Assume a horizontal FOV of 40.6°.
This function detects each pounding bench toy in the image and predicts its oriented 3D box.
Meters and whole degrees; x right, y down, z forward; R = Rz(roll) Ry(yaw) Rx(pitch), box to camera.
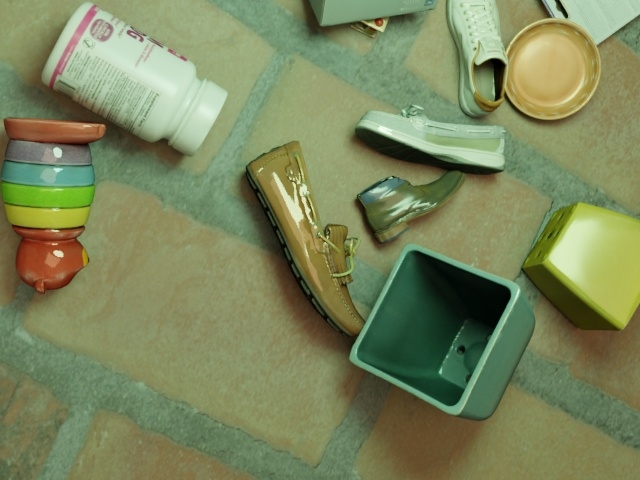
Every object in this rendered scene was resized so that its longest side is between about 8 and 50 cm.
[{"bbox_3d":[0.084,-0.431,1.643,0.083,0.065,0.052,23,86,-14],"label":"pounding bench toy"}]

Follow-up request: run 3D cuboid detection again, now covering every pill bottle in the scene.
[{"bbox_3d":[-0.314,-0.270,1.490,0.283,0.160,0.160,29,84,-15],"label":"pill bottle"}]

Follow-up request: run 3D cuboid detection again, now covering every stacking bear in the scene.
[{"bbox_3d":[-0.455,-0.058,1.466,0.164,0.175,0.289,1,99,-17],"label":"stacking bear"}]

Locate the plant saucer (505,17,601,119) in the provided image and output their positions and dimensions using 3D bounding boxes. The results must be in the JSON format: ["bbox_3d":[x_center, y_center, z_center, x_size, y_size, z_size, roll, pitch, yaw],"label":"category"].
[{"bbox_3d":[0.460,-0.343,1.740,0.199,0.037,0.200,0,100,0],"label":"plant saucer"}]

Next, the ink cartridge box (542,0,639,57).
[{"bbox_3d":[0.546,-0.521,1.776,0.224,0.045,0.223,-35,100,-9],"label":"ink cartridge box"}]

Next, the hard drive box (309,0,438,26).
[{"bbox_3d":[0.085,-0.502,1.591,0.232,0.089,0.181,-13,63,-15],"label":"hard drive box"}]

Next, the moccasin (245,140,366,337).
[{"bbox_3d":[0.000,0.000,1.605,0.147,0.139,0.380,-26,89,-4],"label":"moccasin"}]

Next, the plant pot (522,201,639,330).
[{"bbox_3d":[0.530,0.039,1.717,0.187,0.212,0.212,33,83,0],"label":"plant pot"}]

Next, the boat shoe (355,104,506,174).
[{"bbox_3d":[0.217,-0.203,1.665,0.320,0.118,0.103,11,83,-19],"label":"boat shoe"}]

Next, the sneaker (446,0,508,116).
[{"bbox_3d":[0.320,-0.392,1.681,0.105,0.123,0.290,-9,92,-13],"label":"sneaker"}]

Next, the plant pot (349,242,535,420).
[{"bbox_3d":[0.254,0.192,1.604,0.252,0.247,0.247,36,80,-51],"label":"plant pot"}]

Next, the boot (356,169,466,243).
[{"bbox_3d":[0.175,-0.097,1.669,0.219,0.082,0.106,-36,103,-10],"label":"boot"}]
